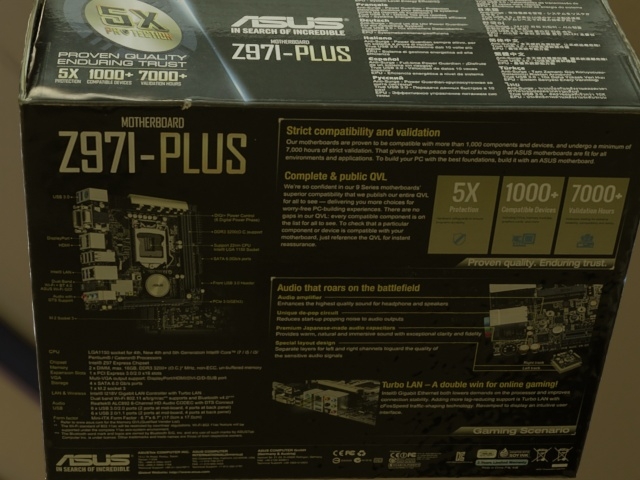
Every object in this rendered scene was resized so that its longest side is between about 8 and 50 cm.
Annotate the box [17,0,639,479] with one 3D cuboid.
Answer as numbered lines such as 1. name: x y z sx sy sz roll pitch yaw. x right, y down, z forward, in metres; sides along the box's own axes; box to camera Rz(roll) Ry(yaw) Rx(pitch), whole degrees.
1. box: 0.000 0.000 0.442 0.180 0.077 0.147 0 -54 -5
